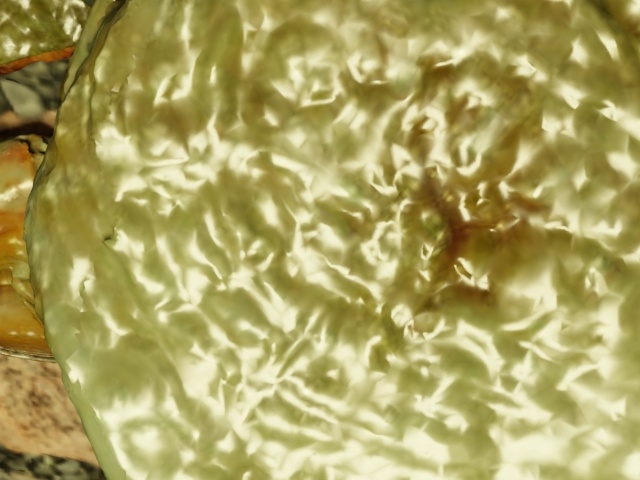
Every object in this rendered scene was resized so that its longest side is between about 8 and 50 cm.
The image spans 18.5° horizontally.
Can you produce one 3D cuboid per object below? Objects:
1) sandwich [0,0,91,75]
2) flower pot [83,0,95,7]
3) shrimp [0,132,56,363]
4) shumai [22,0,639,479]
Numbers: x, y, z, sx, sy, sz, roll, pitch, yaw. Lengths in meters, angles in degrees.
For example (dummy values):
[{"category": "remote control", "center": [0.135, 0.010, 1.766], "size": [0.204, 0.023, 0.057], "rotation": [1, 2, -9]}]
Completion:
[{"category": "sandwich", "center": [-0.205, -0.112, 0.851], "size": [0.292, 0.212, 0.109], "rotation": [-7, 99, 35]}, {"category": "flower pot", "center": [-0.066, -0.207, 0.741], "size": [0.148, 0.235, 0.235], "rotation": [-36, 110, 17]}, {"category": "shrimp", "center": [-0.196, 0.011, 1.041], "size": [0.294, 0.062, 0.154], "rotation": [-1, 132, 19]}, {"category": "shumai", "center": [0.065, -0.021, 0.735], "size": [0.304, 0.263, 0.309], "rotation": [-43, 95, 11]}]
